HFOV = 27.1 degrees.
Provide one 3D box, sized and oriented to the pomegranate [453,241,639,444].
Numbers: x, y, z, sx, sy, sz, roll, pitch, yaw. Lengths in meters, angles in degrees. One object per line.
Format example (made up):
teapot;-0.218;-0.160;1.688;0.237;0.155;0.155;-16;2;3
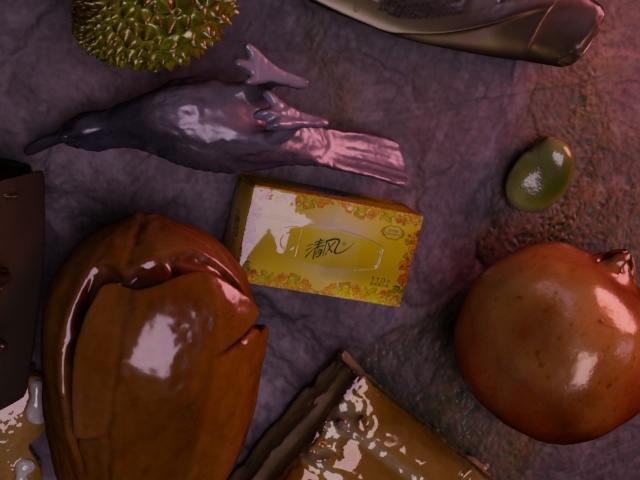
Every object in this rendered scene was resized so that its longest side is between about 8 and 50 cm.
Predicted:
pomegranate;0.233;0.102;1.299;0.209;0.209;0.209;-5;107;-16

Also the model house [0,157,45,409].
model house;-0.323;0.043;1.083;0.204;0.243;0.211;3;104;-18

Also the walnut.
walnut;-0.154;0.136;1.193;0.209;0.209;0.336;2;116;-18

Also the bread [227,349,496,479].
bread;0.036;0.269;1.335;0.246;0.111;0.239;38;89;-21

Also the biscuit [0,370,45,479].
biscuit;-0.368;0.184;1.225;0.240;0.035;0.158;4;102;-19

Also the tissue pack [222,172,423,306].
tissue pack;0.000;0.000;1.272;0.176;0.062;0.095;10;102;-21

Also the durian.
durian;-0.133;-0.227;1.110;0.146;0.198;0.159;18;141;-8

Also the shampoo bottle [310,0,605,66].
shampoo bottle;0.098;-0.245;1.219;0.350;0.084;0.125;16;103;-21

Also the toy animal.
toy animal;-0.063;-0.103;1.158;0.367;0.206;0.081;2;76;-17

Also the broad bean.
broad bean;0.222;-0.065;1.334;0.063;0.045;0.083;26;104;-21
